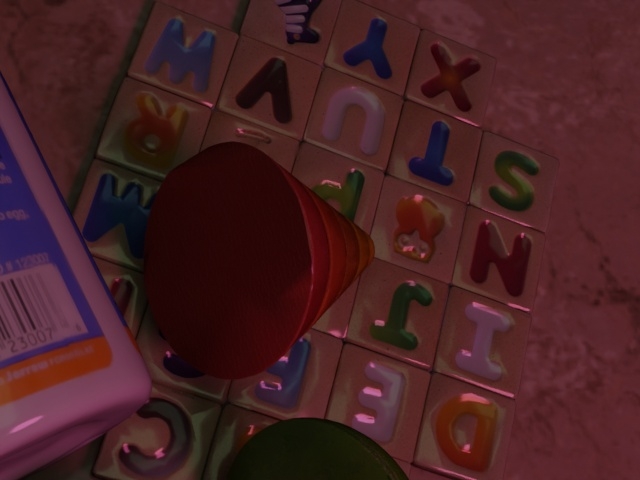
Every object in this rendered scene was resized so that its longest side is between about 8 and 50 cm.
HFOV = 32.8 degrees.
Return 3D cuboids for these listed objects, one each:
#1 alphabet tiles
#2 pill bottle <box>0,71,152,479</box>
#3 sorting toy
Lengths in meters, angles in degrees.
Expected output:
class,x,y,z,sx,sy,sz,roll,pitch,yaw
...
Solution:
class,x,y,z,sx,sy,sz,roll,pitch,yaw
alphabet tiles,0.000,0.000,0.651,0.285,0.011,0.342,20,66,-11
pill bottle,-0.203,-0.014,0.509,0.152,0.152,0.272,-24,79,-25
sorting toy,0.025,0.123,0.571,0.126,0.127,0.365,-5,73,-51
